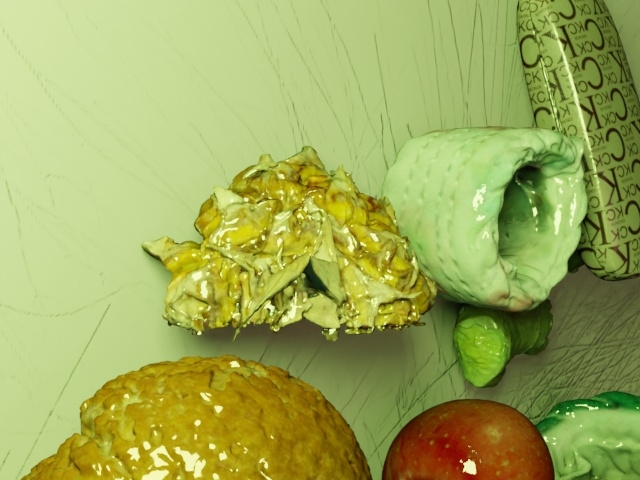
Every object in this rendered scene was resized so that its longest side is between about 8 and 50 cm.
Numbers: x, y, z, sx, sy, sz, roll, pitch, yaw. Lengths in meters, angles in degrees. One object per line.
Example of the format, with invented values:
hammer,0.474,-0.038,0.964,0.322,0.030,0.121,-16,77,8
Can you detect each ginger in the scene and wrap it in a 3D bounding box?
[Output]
ginger,0.239,0.049,1.266,0.137,0.089,0.290,45,58,-21

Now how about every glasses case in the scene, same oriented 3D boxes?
glasses case,0.306,-0.129,1.250,0.137,0.085,0.355,-12,87,-44

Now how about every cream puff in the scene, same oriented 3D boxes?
cream puff,-0.104,0.214,0.810,0.303,0.212,0.303,-18,134,-20

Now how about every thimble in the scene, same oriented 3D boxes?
thimble,0.349,0.324,1.293,0.167,0.254,0.288,63,34,-33
thimble,0.171,-0.033,1.126,0.211,0.149,0.185,-51,128,-28

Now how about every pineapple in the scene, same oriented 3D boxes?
pineapple,0.005,0.001,0.943,0.334,0.158,0.161,4,94,-47

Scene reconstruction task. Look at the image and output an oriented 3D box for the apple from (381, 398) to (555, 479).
apple,0.153,0.254,1.138,0.168,0.181,0.181,3,94,-48
